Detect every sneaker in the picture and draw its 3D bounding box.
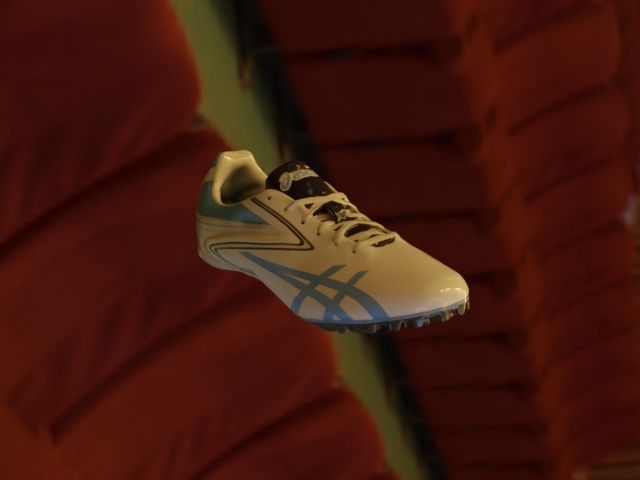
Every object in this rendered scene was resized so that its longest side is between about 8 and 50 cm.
[{"bbox_3d":[0.000,0.000,1.181,0.085,0.237,0.086,-16,116,-39],"label":"sneaker"}]
